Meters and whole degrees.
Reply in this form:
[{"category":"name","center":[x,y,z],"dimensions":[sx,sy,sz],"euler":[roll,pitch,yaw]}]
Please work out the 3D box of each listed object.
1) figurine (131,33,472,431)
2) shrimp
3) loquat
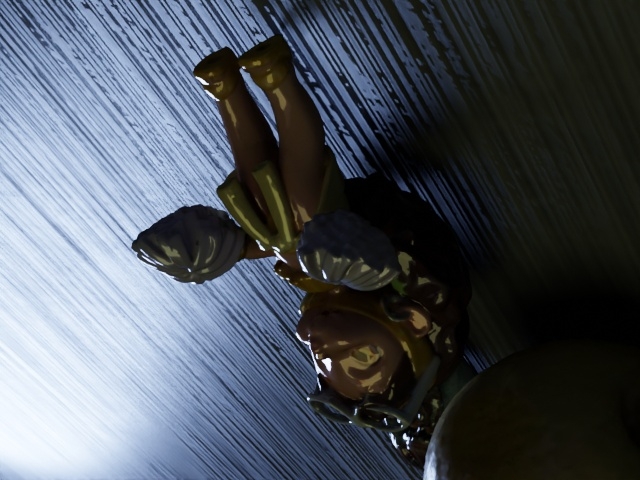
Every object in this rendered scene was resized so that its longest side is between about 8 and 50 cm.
[{"category":"figurine","center":[0.001,0.001,0.783],"dimensions":[0.174,0.116,0.240],"euler":[-1,137,43]},{"category":"shrimp","center":[0.047,0.079,0.936],"dimensions":[0.233,0.079,0.090],"euler":[50,-175,-34]},{"category":"loquat","center":[0.161,0.163,0.820],"dimensions":[0.213,0.213,0.213],"euler":[23,155,12]}]
